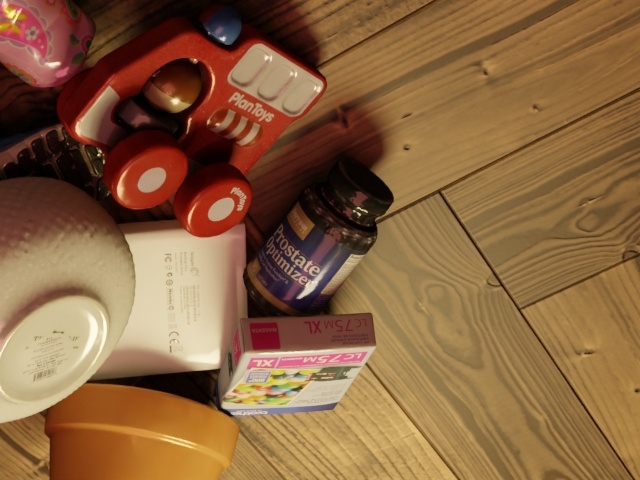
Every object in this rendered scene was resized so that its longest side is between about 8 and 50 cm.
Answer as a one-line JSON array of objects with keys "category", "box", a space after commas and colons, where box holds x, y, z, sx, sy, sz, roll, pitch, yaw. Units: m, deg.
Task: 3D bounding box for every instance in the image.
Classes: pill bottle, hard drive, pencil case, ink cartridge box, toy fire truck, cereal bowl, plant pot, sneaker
[{"category": "pill bottle", "box": [0.000, 0.000, 1.581, 0.122, 0.123, 0.219, 29, 113, -19]}, {"category": "hard drive", "box": [-0.281, 0.088, 1.642, 0.353, 0.047, 0.233, -5, 116, -10]}, {"category": "pencil case", "box": [-0.378, -0.303, 1.342, 0.124, 0.124, 0.284, -24, 137, 16]}, {"category": "ink cartridge box", "box": [-0.047, 0.191, 1.669, 0.185, 0.065, 0.311, -1, 156, -15]}, {"category": "toy fire truck", "box": [-0.154, -0.165, 1.407, 0.254, 0.169, 0.302, -49, 144, 12]}, {"category": "cereal bowl", "box": [-0.365, 0.096, 1.436, 0.339, 0.141, 0.339, -31, 140, -29]}, {"category": "plant pot", "box": [-0.281, 0.350, 1.717, 0.290, 0.204, 0.291, 9, 158, 4]}, {"category": "sneaker", "box": [-0.405, -0.098, 1.494, 0.330, 0.147, 0.130, -20, 126, -22]}]
